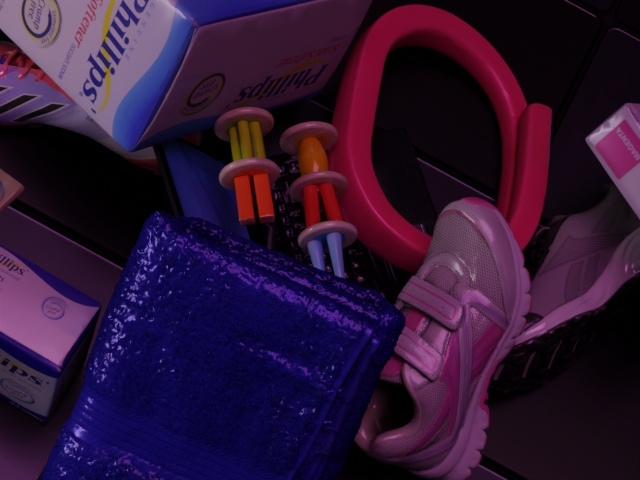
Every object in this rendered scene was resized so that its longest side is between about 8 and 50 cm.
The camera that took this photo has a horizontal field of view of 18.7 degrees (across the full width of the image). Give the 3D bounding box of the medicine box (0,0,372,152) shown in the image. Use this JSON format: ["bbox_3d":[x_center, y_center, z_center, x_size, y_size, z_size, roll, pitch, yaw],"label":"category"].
[{"bbox_3d":[-0.145,-0.241,1.704,0.289,0.149,0.263,43,36,20],"label":"medicine box"}]

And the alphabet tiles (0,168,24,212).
[{"bbox_3d":[-0.378,0.001,1.598,0.237,0.009,0.198,-46,46,-12],"label":"alphabet tiles"}]

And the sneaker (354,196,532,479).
[{"bbox_3d":[0.095,0.086,1.633,0.111,0.103,0.252,5,99,-41],"label":"sneaker"}]

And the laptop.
[{"bbox_3d":[0.000,0.000,1.703,0.264,0.136,0.234,-13,69,-15],"label":"laptop"}]

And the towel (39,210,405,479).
[{"bbox_3d":[-0.088,0.152,1.542,0.227,0.076,0.308,22,104,-3],"label":"towel"}]

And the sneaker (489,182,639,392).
[{"bbox_3d":[0.220,0.043,1.771,0.108,0.100,0.271,41,56,18],"label":"sneaker"}]

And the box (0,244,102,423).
[{"bbox_3d":[-0.257,0.073,1.604,0.126,0.137,0.072,30,62,2],"label":"box"}]

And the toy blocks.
[{"bbox_3d":[-0.027,-0.032,1.655,0.123,0.054,0.148,10,57,-34],"label":"toy blocks"}]

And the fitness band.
[{"bbox_3d":[0.110,-0.090,1.792,0.209,0.054,0.291,22,52,-17],"label":"fitness band"}]

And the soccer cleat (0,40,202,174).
[{"bbox_3d":[-0.223,-0.133,1.737,0.248,0.095,0.083,21,60,-4],"label":"soccer cleat"}]

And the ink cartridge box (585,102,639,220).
[{"bbox_3d":[0.369,-0.036,1.793,0.186,0.065,0.311,57,28,15],"label":"ink cartridge box"}]
